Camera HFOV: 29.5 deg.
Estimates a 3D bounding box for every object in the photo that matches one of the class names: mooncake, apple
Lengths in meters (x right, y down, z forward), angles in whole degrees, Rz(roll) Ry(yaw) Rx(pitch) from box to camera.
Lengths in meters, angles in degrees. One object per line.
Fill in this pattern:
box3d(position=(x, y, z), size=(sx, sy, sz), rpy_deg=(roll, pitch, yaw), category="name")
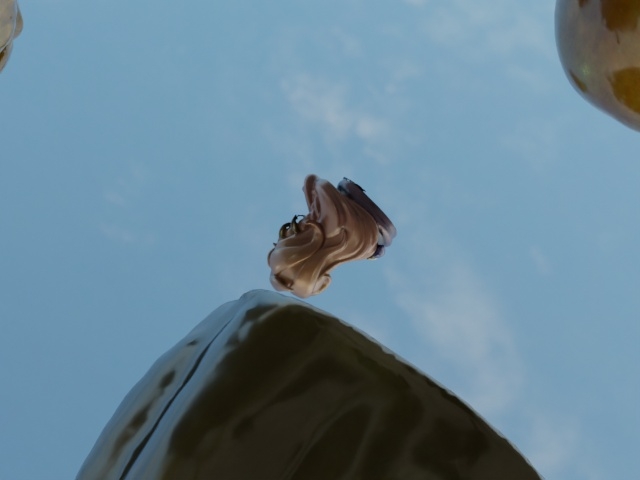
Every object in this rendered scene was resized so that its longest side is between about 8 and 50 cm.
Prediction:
box3d(position=(0.010, 0.223, 0.861), size=(0.378, 0.378, 0.201), rpy_deg=(41, -109, -1), category="mooncake")
box3d(position=(0.280, -0.173, 0.836), size=(0.237, 0.207, 0.237), rpy_deg=(12, -156, -5), category="apple")

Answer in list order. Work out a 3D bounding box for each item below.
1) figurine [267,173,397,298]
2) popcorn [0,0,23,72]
box3d(position=(0.004, -0.006, 1.368), size=(0.157, 0.114, 0.126), rpy_deg=(-35, -109, -26), category="figurine")
box3d(position=(-0.328, -0.220, 0.737), size=(0.344, 0.390, 0.354), rpy_deg=(46, -134, -20), category="popcorn")
